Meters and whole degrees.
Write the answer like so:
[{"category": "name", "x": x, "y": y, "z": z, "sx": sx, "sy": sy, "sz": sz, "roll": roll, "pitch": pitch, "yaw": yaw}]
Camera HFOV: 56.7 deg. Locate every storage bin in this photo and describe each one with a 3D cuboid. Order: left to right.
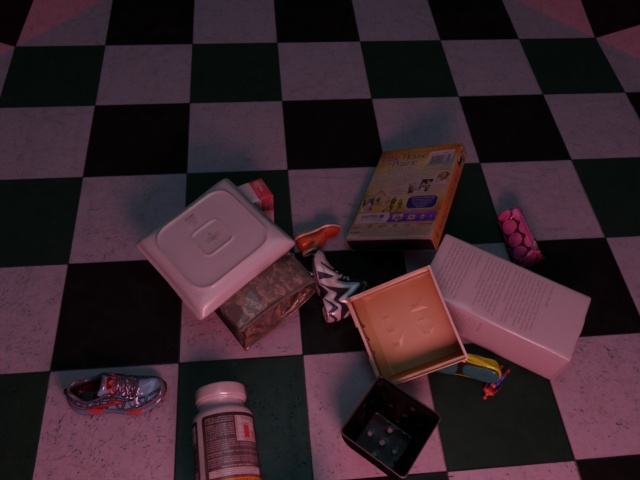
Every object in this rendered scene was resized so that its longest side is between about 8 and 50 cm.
[{"category": "storage bin", "x": 0.233, "y": 0.236, "z": 1.632, "sx": 0.260, "sy": 0.123, "sz": 0.262, "roll": -23, "pitch": 83, "yaw": 12}]

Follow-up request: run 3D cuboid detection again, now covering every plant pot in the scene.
[{"category": "plant pot", "x": 0.170, "y": 0.495, "z": 1.525, "sx": 0.187, "sy": 0.167, "sz": 0.188, "roll": 32, "pitch": 61, "yaw": 16}]

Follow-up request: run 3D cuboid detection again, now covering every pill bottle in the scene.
[{"category": "pill bottle", "x": -0.240, "y": 0.510, "z": 1.490, "sx": 0.162, "sy": 0.162, "sz": 0.278, "roll": -6, "pitch": 57, "yaw": -8}]

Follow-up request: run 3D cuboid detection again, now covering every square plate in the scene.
[{"category": "square plate", "x": -0.311, "y": 0.002, "z": 1.709, "sx": 0.347, "sy": 0.049, "sz": 0.344, "roll": -39, "pitch": 63, "yaw": -16}]

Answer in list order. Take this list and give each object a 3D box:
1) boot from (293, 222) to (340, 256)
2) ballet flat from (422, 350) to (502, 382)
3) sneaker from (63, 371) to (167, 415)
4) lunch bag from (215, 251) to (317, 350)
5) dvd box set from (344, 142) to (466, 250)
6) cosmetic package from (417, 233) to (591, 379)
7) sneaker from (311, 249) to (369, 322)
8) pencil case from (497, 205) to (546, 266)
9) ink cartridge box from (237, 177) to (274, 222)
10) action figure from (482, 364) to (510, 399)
[{"category": "boot", "x": 0.000, "y": 0.000, "z": 1.920, "sx": 0.158, "sy": 0.059, "sz": 0.084, "roll": -20, "pitch": 62, "yaw": -7}, {"category": "ballet flat", "x": 0.403, "y": 0.347, "z": 1.701, "sx": 0.231, "sy": 0.077, "sz": 0.077, "roll": 13, "pitch": 34, "yaw": 14}, {"category": "sneaker", "x": -0.542, "y": 0.403, "z": 1.566, "sx": 0.262, "sy": 0.125, "sz": 0.104, "roll": -7, "pitch": 57, "yaw": -8}, {"category": "lunch bag", "x": -0.180, "y": 0.134, "z": 1.748, "sx": 0.287, "sy": 0.169, "sz": 0.235, "roll": -36, "pitch": 64, "yaw": -19}, {"category": "dvd box set", "x": 0.284, "y": -0.144, "z": 1.946, "sx": 0.308, "sy": 0.062, "sz": 0.420, "roll": -2, "pitch": 49, "yaw": 33}, {"category": "cosmetic package", "x": 0.524, "y": 0.191, "z": 1.756, "sx": 0.453, "sy": 0.161, "sz": 0.230, "roll": 26, "pitch": 59, "yaw": 14}, {"category": "sneaker", "x": 0.065, "y": 0.127, "z": 1.813, "sx": 0.153, "sy": 0.094, "sz": 0.235, "roll": -10, "pitch": 57, "yaw": -12}, {"category": "pencil case", "x": 0.654, "y": -0.016, "z": 1.944, "sx": 0.095, "sy": 0.098, "sz": 0.209, "roll": -9, "pitch": 56, "yaw": -9}, {"category": "ink cartridge box", "x": -0.265, "y": -0.087, "z": 1.896, "sx": 0.218, "sy": 0.158, "sz": 0.092, "roll": -25, "pitch": 60, "yaw": -19}, {"category": "action figure", "x": 0.496, "y": 0.408, "z": 1.688, "sx": 0.038, "sy": 0.030, "sz": 0.115, "roll": 35, "pitch": 61, "yaw": 24}]
